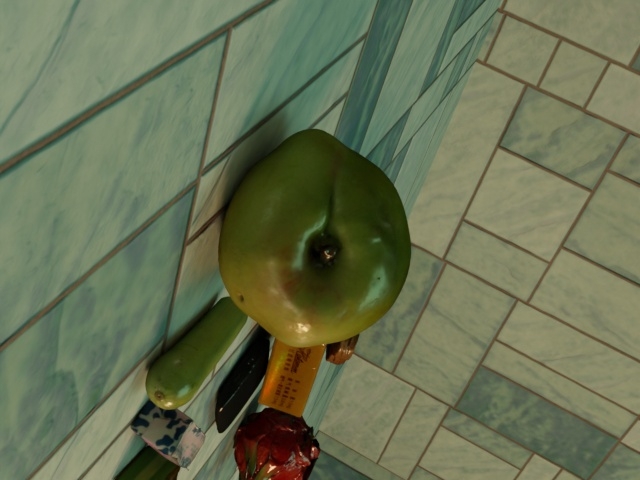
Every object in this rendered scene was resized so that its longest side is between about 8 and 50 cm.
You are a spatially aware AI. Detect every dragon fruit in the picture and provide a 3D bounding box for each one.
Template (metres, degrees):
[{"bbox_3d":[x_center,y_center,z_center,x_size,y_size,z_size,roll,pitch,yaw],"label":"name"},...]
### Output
[{"bbox_3d":[-0.124,0.571,2.244,0.234,0.234,0.293,104,2,-52],"label":"dragon fruit"}]

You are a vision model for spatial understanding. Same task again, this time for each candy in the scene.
[{"bbox_3d":[-0.247,0.320,1.416,0.073,0.092,0.160,-57,167,-18],"label":"candy"}]

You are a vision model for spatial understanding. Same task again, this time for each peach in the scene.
[{"bbox_3d":[-0.002,0.005,1.284,0.315,0.281,0.314,108,5,-82],"label":"peach"}]

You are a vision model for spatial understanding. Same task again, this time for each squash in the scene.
[{"bbox_3d":[-0.194,0.179,1.350,0.250,0.083,0.083,-50,164,-56],"label":"squash"}]

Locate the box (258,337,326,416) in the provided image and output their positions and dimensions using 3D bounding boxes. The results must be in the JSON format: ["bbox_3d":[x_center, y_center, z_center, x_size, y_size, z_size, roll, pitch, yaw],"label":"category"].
[{"bbox_3d":[-0.024,0.167,1.890,0.264,0.116,0.415,-69,178,-46],"label":"box"}]

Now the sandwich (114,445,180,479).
[{"bbox_3d":[-0.301,0.419,1.452,0.116,0.074,0.074,-43,158,-59],"label":"sandwich"}]

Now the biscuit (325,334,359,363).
[{"bbox_3d":[0.070,0.156,1.979,0.277,0.052,0.262,119,-9,-78],"label":"biscuit"}]

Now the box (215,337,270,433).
[{"bbox_3d":[-0.175,0.324,1.905,0.212,0.042,0.201,-55,168,-31],"label":"box"}]
